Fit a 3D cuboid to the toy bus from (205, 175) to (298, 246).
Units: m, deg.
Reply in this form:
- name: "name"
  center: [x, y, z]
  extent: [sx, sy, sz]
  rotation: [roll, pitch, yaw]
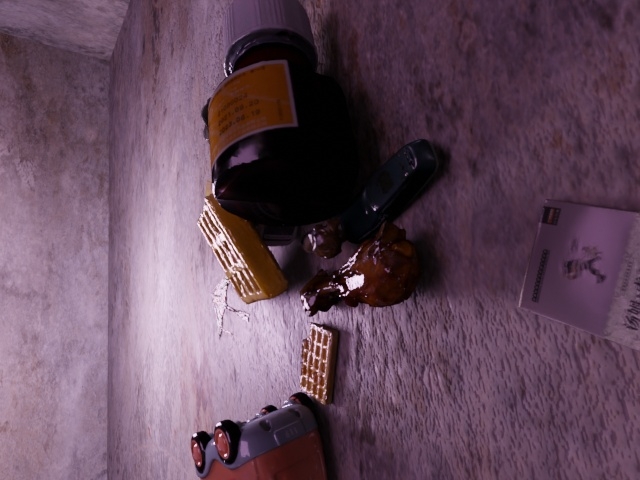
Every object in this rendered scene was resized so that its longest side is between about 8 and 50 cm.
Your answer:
- name: "toy bus"
  center: [-0.165, -0.082, 1.005]
  extent: [0.343, 0.097, 0.137]
  rotation: [25, 109, 54]

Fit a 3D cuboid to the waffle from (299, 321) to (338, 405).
- name: "waffle"
  center: [-0.005, 0.218, 0.814]
  extent: [0.092, 0.021, 0.134]
  rotation: [7, 93, 55]

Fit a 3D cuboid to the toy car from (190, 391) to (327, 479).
- name: "toy car"
  center: [-0.102, 0.416, 0.812]
  extent: [0.270, 0.181, 0.212]
  rotation: [-40, 65, 45]

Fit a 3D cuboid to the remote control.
- name: "remote control"
  center: [0.094, -0.068, 0.677]
  extent: [0.222, 0.042, 0.072]
  rotation: [-47, 52, 49]

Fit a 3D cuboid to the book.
- name: "book"
  center: [0.284, 0.033, 0.426]
  extent: [0.182, 0.014, 0.127]
  rotation: [21, 105, 53]

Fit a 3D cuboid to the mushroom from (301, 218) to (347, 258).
- name: "mushroom"
  center: [0.000, 0.000, 0.778]
  extent: [0.187, 0.061, 0.060]
  rotation: [173, 78, -77]

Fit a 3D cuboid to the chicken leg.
- name: "chicken leg"
  center: [0.052, 0.060, 0.705]
  extent: [0.304, 0.093, 0.113]
  rotation: [-28, 46, 59]

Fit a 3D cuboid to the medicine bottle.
- name: "medicine bottle"
  center: [-0.068, -0.235, 0.779]
  extent: [0.242, 0.243, 0.394]
  rotation: [-38, 48, 47]

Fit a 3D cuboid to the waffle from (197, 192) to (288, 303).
- name: "waffle"
  center: [-0.166, 0.023, 0.910]
  extent: [0.221, 0.055, 0.248]
  rotation: [60, 157, -1]

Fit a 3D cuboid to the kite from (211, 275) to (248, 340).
- name: "kite"
  center: [-0.242, 0.176, 1.170]
  extent: [0.244, 0.006, 0.197]
  rotation: [18, 101, 54]

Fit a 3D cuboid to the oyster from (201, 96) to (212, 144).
- name: "oyster"
  center: [-0.164, -0.204, 0.914]
  extent: [0.087, 0.199, 0.252]
  rotation: [-22, 24, 13]
